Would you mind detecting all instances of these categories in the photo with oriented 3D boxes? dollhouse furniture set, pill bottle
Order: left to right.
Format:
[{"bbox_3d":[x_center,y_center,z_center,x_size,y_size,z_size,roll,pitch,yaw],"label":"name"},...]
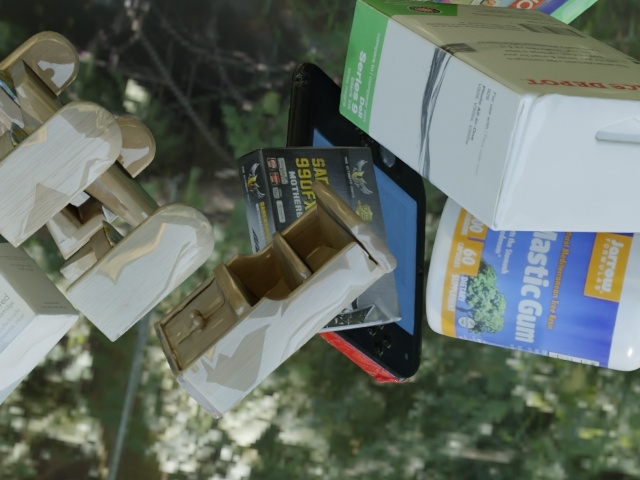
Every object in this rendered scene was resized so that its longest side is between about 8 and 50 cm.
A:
[{"bbox_3d":[-0.152,-0.052,1.405,0.394,0.256,0.362,49,180,-24],"label":"dollhouse furniture set"},{"bbox_3d":[0.249,0.040,1.300,0.272,0.152,0.152,10,163,15],"label":"pill bottle"}]

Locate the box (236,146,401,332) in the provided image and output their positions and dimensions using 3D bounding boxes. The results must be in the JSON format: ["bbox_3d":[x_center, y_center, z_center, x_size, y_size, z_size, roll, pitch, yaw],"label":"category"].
[{"bbox_3d":[0.000,0.000,1.691,0.183,0.231,0.056,-3,170,-40],"label":"box"}]

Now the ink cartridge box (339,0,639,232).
[{"bbox_3d":[0.174,-0.115,1.189,0.211,0.121,0.289,0,-156,-26],"label":"ink cartridge box"}]

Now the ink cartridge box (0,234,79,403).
[{"bbox_3d":[-0.504,0.041,1.734,0.353,0.207,0.119,46,-169,15],"label":"ink cartridge box"}]

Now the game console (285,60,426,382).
[{"bbox_3d":[0.051,-0.018,1.928,0.060,0.386,0.342,-13,146,26],"label":"game console"}]

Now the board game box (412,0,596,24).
[{"bbox_3d":[0.264,-0.358,2.064,0.213,0.317,0.046,39,160,39],"label":"board game box"}]
